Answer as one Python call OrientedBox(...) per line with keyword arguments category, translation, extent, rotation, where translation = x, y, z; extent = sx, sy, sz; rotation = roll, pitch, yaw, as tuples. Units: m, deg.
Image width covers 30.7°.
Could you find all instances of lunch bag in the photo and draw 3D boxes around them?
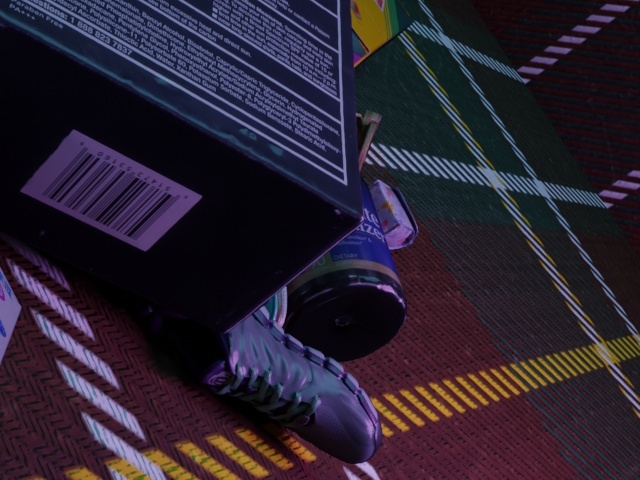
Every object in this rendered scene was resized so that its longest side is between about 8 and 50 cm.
OrientedBox(category="lunch bag", translation=(0.084, -0.031, 1.442), extent=(0.071, 0.053, 0.083), rotation=(64, 15, 21))

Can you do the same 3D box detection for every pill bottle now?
OrientedBox(category="pill bottle", translation=(0.000, 0.000, 1.131), extent=(0.123, 0.123, 0.219), rotation=(33, 29, -41))

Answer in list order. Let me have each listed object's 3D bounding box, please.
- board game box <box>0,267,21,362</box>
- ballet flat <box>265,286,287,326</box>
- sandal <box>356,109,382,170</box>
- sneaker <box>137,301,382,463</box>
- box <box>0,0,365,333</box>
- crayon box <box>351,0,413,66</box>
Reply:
OrientedBox(category="board game box", translation=(-0.246, -0.058, 0.508), extent=(0.301, 0.086, 0.308), rotation=(66, -7, -11))
OrientedBox(category="ballet flat", translation=(-0.090, -0.007, 1.042), extent=(0.221, 0.077, 0.079), rotation=(58, 3, 12))
OrientedBox(category="sandal", translation=(0.024, -0.127, 1.466), extent=(0.079, 0.088, 0.240), rotation=(20, 17, 1))
OrientedBox(category="sneaker", translation=(-0.052, 0.115, 0.938), extent=(0.224, 0.083, 0.098), rotation=(42, 34, -1))
OrientedBox(category="box", translation=(-0.135, -0.134, 0.879), extent=(0.296, 0.183, 0.294), rotation=(29, 41, -28))
OrientedBox(category="crayon box", translation=(-0.036, -0.413, 1.691), extent=(0.363, 0.106, 0.313), rotation=(52, 22, -5))
